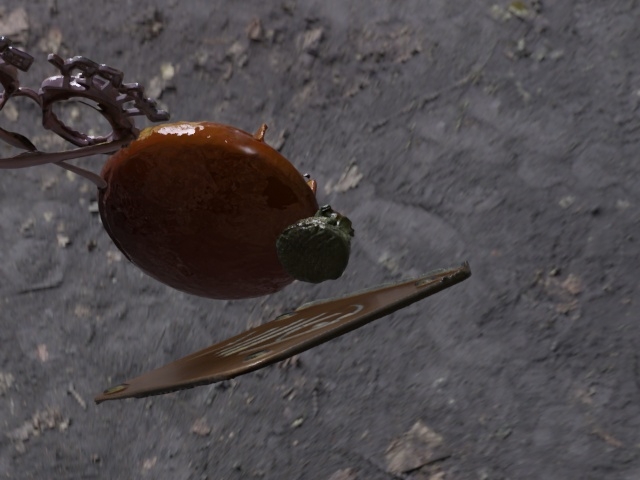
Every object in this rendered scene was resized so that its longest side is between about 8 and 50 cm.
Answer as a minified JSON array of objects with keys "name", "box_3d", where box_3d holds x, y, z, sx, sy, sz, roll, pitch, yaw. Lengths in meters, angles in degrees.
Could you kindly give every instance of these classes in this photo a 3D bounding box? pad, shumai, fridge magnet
[{"name":"pad","box_3d":[-0.036,0.089,1.130,0.286,0.284,0.018,-22,93,-39]},{"name":"shumai","box_3d":[-0.001,-0.001,1.759,0.099,0.123,0.087,60,38,-21]},{"name":"fridge magnet","box_3d":[-0.175,-0.047,1.920,0.363,0.364,0.155,17,44,-4]}]

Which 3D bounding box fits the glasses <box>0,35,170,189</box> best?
[{"name":"glasses","box_3d":[-0.258,-0.112,1.009,0.255,0.162,0.095,16,60,-12]}]
